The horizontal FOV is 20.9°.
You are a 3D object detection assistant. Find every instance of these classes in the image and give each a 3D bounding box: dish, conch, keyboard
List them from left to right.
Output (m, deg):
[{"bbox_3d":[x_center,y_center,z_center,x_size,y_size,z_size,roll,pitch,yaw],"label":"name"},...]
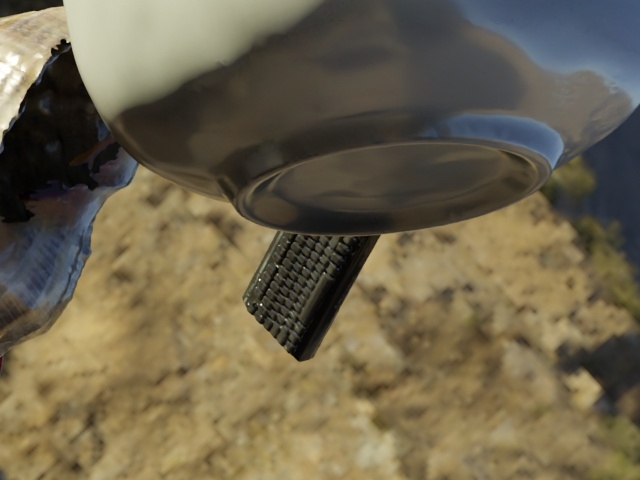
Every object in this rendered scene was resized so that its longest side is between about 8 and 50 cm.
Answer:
[{"bbox_3d":[-0.214,-0.059,1.134,0.159,0.291,0.210,22,-24,25],"label":"conch"},{"bbox_3d":[0.000,0.000,1.492,0.025,0.230,0.094,-19,56,-46],"label":"keyboard"},{"bbox_3d":[0.024,-0.074,0.707,0.256,0.256,0.117,32,51,-65],"label":"dish"}]

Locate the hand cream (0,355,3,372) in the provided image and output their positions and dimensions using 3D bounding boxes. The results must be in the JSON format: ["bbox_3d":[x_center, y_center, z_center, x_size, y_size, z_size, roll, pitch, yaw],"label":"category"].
[{"bbox_3d":[-0.339,0.064,1.327,0.193,0.193,0.125,44,6,-24],"label":"hand cream"}]
